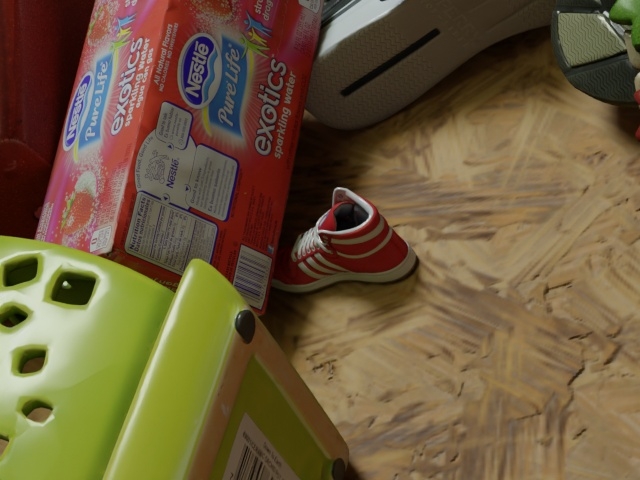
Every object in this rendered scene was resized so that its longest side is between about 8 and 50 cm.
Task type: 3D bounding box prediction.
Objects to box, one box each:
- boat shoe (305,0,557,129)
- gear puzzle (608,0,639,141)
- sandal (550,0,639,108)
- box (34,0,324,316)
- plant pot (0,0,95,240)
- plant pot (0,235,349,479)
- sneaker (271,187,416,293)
[{"bbox_3d":[0.114,-0.210,1.128,0.335,0.121,0.119,-27,45,16],"label":"boat shoe"},{"bbox_3d":[0.255,-0.135,0.910,0.175,0.044,0.339,-17,69,23],"label":"gear puzzle"},{"bbox_3d":[0.291,-0.153,0.974,0.303,0.086,0.120,-16,70,23],"label":"sandal"},{"bbox_3d":[-0.099,-0.074,1.091,0.123,0.128,0.256,-17,56,49],"label":"box"},{"bbox_3d":[-0.272,-0.088,1.211,0.267,0.267,0.235,-26,54,14],"label":"plant pot"},{"bbox_3d":[-0.117,0.143,0.896,0.207,0.228,0.227,-2,51,28],"label":"plant pot"},{"bbox_3d":[0.000,0.000,1.057,0.118,0.067,0.042,-7,48,32],"label":"sneaker"}]
